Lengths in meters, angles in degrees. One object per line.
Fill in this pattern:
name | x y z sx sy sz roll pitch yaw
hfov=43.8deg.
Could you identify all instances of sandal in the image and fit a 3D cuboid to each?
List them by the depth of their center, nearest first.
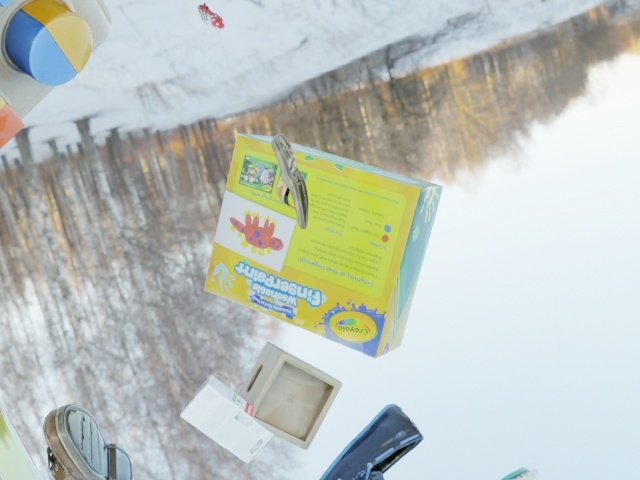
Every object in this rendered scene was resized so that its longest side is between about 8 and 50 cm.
sandal | -0.061 -0.106 1.452 0.049 0.180 0.072 -15 -161 16

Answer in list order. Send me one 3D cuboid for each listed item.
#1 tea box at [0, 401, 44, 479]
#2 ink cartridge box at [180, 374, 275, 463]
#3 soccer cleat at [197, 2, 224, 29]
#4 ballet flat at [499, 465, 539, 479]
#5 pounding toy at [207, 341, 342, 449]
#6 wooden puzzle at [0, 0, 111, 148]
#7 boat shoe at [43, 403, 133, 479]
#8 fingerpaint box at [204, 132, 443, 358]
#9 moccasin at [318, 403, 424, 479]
tea box | -0.728 0.466 1.556 0.220 0.329 0.323 -29 180 -4
ink cartridge box | -0.122 0.239 1.060 0.063 0.115 0.029 -49 -170 15
soccer cleat | -0.233 -0.469 1.687 0.029 0.083 0.036 -32 158 -34
ballet flat | 0.235 0.484 1.273 0.408 0.147 0.147 -6 180 -42
pounding toy | -0.103 0.264 1.321 0.181 0.206 0.094 -61 -159 -6
wooden puzzle | -0.374 -0.219 0.848 0.348 0.080 0.322 -54 159 -16
boat shoe | -0.430 0.387 1.400 0.104 0.307 0.111 -11 -128 2
fingerpaint box | 0.000 0.000 1.741 0.444 0.371 0.163 18 -168 24
moccasin | 0.091 0.476 1.628 0.342 0.116 0.138 -43 158 -28
